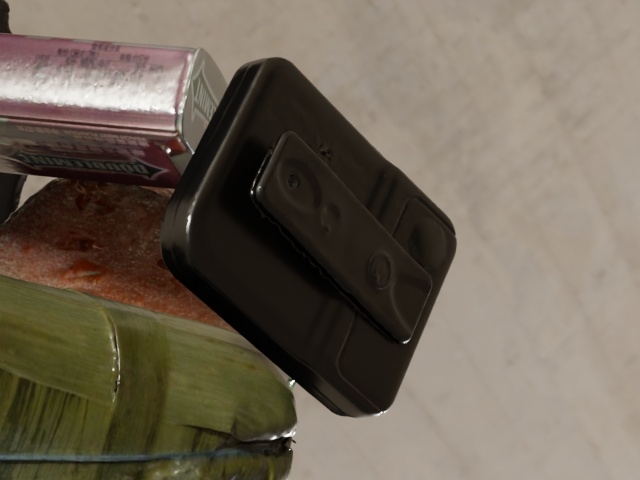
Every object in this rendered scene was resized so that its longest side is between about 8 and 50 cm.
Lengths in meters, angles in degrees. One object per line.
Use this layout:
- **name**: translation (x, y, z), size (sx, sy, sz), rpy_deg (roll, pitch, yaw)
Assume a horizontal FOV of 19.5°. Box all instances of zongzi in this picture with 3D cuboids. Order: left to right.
- **zongzi**: translation (-0.159, 0.160, 1.104), size (0.250, 0.125, 0.274), rpy_deg (16, -71, -17)

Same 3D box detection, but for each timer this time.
- **timer**: translation (0.000, 0.000, 1.071), size (0.187, 0.055, 0.144), rpy_deg (43, -120, -33)

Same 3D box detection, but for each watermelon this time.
- **watermelon**: translation (-0.135, 0.040, 1.342), size (0.256, 0.140, 0.193), rpy_deg (36, -96, -27)

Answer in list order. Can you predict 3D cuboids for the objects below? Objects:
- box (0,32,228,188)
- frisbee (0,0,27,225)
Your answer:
- **box**: translation (-0.174, -0.084, 1.178), size (0.120, 0.224, 0.069), rpy_deg (58, -141, -67)
- **frisbee**: translation (-0.201, -0.093, 1.419), size (0.187, 0.012, 0.211), rpy_deg (-11, -61, -24)
